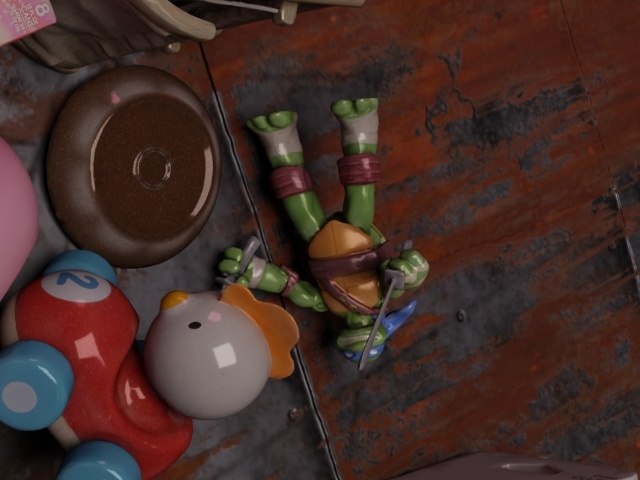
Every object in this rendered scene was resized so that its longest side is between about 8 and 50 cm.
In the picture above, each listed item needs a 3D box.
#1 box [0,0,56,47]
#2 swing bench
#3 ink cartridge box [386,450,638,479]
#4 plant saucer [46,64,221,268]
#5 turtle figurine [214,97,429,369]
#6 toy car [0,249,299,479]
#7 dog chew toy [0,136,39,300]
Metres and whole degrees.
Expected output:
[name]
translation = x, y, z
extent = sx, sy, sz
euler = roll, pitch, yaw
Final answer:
[box]
translation = -0.364, -0.289, 1.344
extent = 0.142, 0.154, 0.300
euler = -30, 105, -33
[swing bench]
translation = -0.146, -0.246, 1.442
extent = 0.254, 0.253, 0.165
euler = -23, 102, -34
[ink cartridge box]
translation = 0.210, 0.433, 1.674
extent = 0.160, 0.279, 0.385
euler = -8, 93, -35
[plant saucer]
translation = -0.168, -0.070, 1.545
extent = 0.198, 0.036, 0.199
euler = -5, 98, -38
[turtle figurine]
translation = 0.000, 0.000, 1.581
extent = 0.274, 0.198, 0.266
euler = -10, 91, -40
[toy car]
translation = -0.136, 0.093, 1.402
extent = 0.210, 0.238, 0.219
euler = 59, 16, -19
[dog chew toy]
translation = -0.396, -0.053, 1.291
extent = 0.332, 0.206, 0.207
euler = 34, 69, -16
